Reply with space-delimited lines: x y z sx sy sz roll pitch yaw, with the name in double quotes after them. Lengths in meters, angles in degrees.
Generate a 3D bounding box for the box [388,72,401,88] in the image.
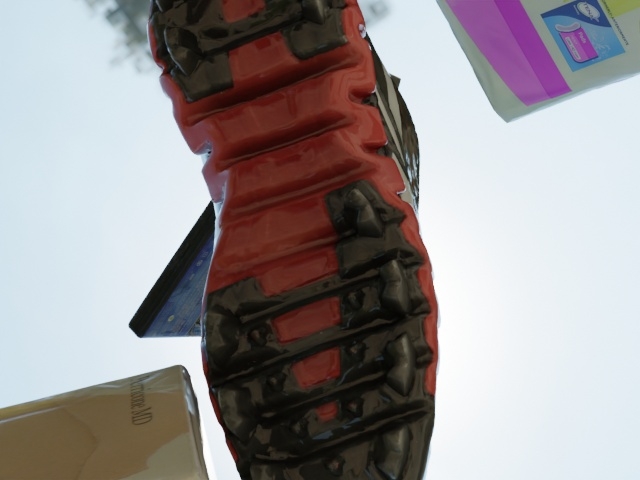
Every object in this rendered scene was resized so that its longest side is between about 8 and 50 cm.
-0.002 -0.006 1.275 0.058 0.087 0.232 21 -116 -28 "box"

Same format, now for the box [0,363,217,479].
-0.183 0.154 0.700 0.148 0.311 0.121 -123 20 -75 "box"

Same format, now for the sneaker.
0.000 0.000 0.786 0.135 0.098 0.276 51 -155 -65 "sneaker"

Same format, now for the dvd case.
-0.049 0.014 1.715 0.022 0.180 0.253 44 -159 26 "dvd case"

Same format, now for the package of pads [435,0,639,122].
0.147 -0.236 1.081 0.296 0.229 0.101 58 -146 -20 "package of pads"
